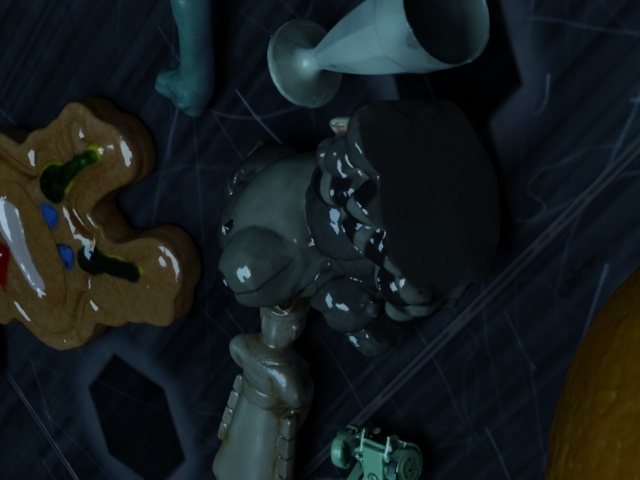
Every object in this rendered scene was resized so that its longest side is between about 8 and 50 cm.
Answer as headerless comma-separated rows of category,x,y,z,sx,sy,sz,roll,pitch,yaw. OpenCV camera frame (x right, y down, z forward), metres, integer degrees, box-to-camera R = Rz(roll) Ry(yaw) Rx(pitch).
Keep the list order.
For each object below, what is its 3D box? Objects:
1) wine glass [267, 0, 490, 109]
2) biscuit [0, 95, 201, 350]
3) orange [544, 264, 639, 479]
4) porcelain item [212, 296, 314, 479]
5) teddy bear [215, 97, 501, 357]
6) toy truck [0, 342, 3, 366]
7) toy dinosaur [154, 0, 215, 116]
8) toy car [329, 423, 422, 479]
wine glass,0.035,-0.135,1.254,0.155,0.073,0.073,-11,100,53
biscuit,-0.230,-0.004,1.628,0.334,0.047,0.202,-12,100,50
orange,0.283,0.123,0.917,0.357,0.322,0.322,-5,105,52
porcelain item,-0.039,0.108,1.467,0.084,0.054,0.213,34,132,29
teddy bear,0.015,0.007,1.294,0.171,0.144,0.251,54,144,-9
toy truck,-0.415,0.094,1.754,0.147,0.165,0.224,29,161,36
toy dinosaur,-0.008,-0.202,1.264,0.383,0.129,0.330,15,131,40
toy car,0.048,0.206,1.423,0.073,0.054,0.143,14,115,42
